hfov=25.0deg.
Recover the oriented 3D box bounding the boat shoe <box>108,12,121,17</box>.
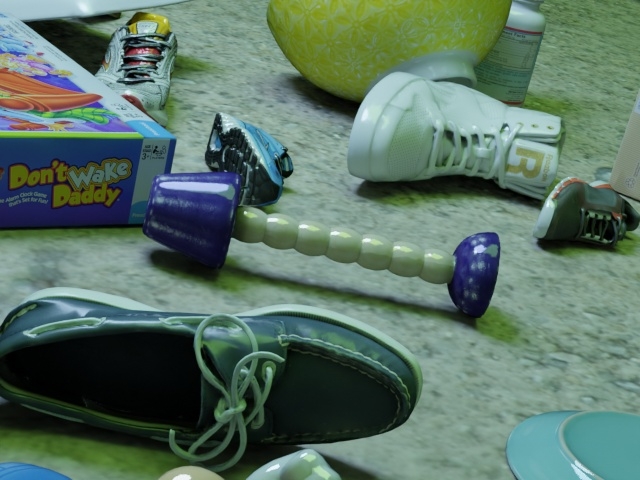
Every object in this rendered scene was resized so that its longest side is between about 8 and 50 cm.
[{"bbox_3d":[-0.285,-0.310,1.747,0.049,0.056,0.152,-1,-18,13],"label":"boat shoe"}]

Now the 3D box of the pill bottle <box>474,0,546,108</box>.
[{"bbox_3d":[0.232,-0.249,1.809,0.087,0.160,0.087,12,20,-5],"label":"pill bottle"}]

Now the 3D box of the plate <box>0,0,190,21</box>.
[{"bbox_3d":[-0.298,-0.268,1.567,0.278,0.045,0.277,1,14,23],"label":"plate"}]

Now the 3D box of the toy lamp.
[{"bbox_3d":[0.000,0.000,1.124,0.275,0.080,0.080,11,20,-6],"label":"toy lamp"}]

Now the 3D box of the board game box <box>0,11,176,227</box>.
[{"bbox_3d":[-0.309,-0.114,1.222,0.233,0.078,0.347,-2,26,-36],"label":"board game box"}]

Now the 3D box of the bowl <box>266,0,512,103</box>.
[{"bbox_3d":[0.098,-0.227,1.629,0.289,0.289,0.156,-5,70,-41],"label":"bowl"}]

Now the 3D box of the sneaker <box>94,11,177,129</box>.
[{"bbox_3d":[-0.187,-0.172,1.432,0.088,0.092,0.225,10,21,-9],"label":"sneaker"}]

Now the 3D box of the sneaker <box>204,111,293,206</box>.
[{"bbox_3d":[-0.054,-0.074,1.308,0.073,0.063,0.162,10,21,-19],"label":"sneaker"}]

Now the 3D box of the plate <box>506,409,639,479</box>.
[{"bbox_3d":[0.215,0.151,0.940,0.188,0.024,0.188,12,19,-4],"label":"plate"}]

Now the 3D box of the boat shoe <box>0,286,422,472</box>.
[{"bbox_3d":[-0.067,0.080,0.843,0.255,0.095,0.079,12,19,0],"label":"boat shoe"}]

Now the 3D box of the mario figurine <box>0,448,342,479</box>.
[{"bbox_3d":[-0.107,0.118,0.599,0.321,0.170,0.198,17,54,31],"label":"mario figurine"}]

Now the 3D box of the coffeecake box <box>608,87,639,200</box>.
[{"bbox_3d":[0.409,-0.124,1.618,0.068,0.142,0.185,26,23,29],"label":"coffeecake box"}]

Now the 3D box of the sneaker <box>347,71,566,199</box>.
[{"bbox_3d":[0.154,-0.100,1.445,0.169,0.108,0.292,19,20,24],"label":"sneaker"}]

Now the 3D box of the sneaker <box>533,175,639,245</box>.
[{"bbox_3d":[0.263,-0.023,1.385,0.065,0.061,0.158,33,28,28],"label":"sneaker"}]
